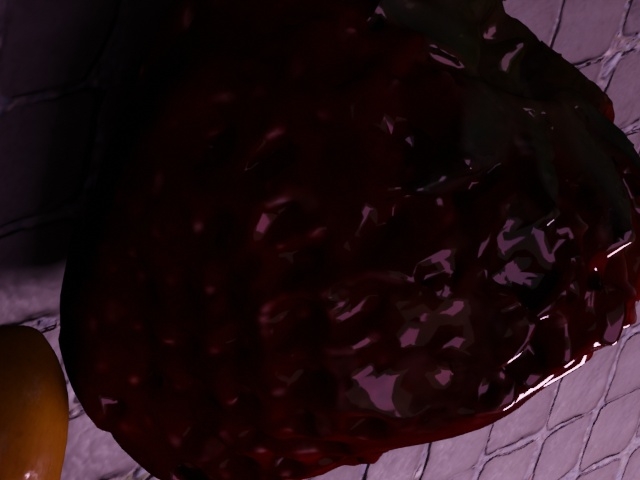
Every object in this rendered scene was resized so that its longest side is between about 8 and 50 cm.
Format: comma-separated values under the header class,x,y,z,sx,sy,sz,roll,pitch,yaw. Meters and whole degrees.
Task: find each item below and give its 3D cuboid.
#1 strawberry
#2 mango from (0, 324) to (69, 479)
class,x,y,z,sx,sy,sz,roll,pitch,yaw
strawberry,0.000,0.000,1.122,0.317,0.295,0.345,34,124,-22
mango,-0.229,0.160,1.107,0.154,0.126,0.252,35,87,-47
